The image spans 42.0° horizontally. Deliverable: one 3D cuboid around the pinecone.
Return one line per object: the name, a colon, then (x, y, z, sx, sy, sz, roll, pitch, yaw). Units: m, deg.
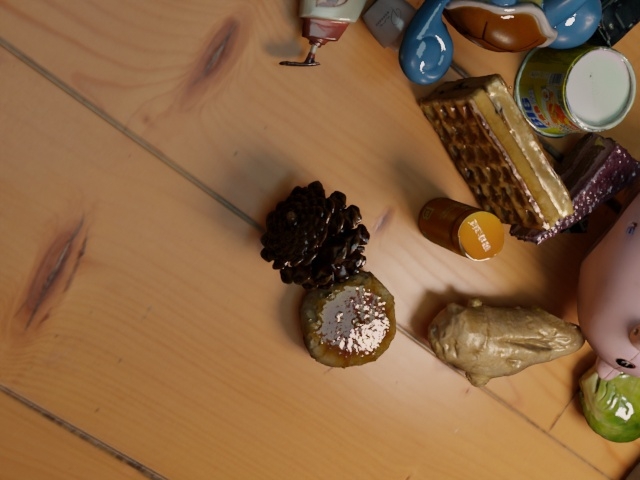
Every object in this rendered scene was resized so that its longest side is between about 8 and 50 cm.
pinecone: (0.000, 0.000, 1.528, 0.208, 0.208, 0.207, -3, 102, -15)

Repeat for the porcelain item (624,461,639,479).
porcelain item: (0.821, 0.582, 1.882, 0.405, 0.178, 0.242, -40, 109, -3)

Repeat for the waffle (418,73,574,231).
waffle: (0.332, -0.163, 1.574, 0.091, 0.213, 0.308, -38, 108, -11)

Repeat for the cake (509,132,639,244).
cake: (0.500, -0.104, 1.660, 0.295, 0.116, 0.112, -39, 113, -3)

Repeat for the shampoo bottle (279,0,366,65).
shampoo bottle: (0.011, -0.441, 1.502, 0.153, 0.071, 0.284, 15, 95, -17)

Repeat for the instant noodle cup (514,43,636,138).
instant noodle cup: (0.503, -0.299, 1.631, 0.205, 0.153, 0.204, -3, 100, -15)

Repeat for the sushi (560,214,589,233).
sushi: (0.516, -0.071, 1.744, 0.126, 0.026, 0.120, 2, 101, -16)

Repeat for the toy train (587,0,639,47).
toy train: (0.683, -0.544, 1.667, 0.409, 0.089, 0.086, -42, 106, -5)

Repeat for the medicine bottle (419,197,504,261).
medicine bottle: (0.265, -0.024, 1.594, 0.096, 0.192, 0.096, -3, 101, -14)

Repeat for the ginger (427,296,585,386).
ginger: (0.388, 0.200, 1.709, 0.354, 0.126, 0.189, -5, 97, -13)

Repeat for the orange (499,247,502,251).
orange: (0.329, -0.004, 1.676, 0.084, 0.083, 0.083, -3, 102, -15)

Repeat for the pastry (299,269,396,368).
pastry: (0.055, 0.153, 1.622, 0.193, 0.093, 0.182, -10, 101, -13)

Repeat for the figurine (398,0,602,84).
figurine: (0.324, -0.427, 1.477, 0.416, 0.298, 0.242, -18, 115, -20)

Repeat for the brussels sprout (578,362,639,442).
brussels sprout: (0.643, 0.349, 1.805, 0.181, 0.144, 0.161, 37, 110, 3)

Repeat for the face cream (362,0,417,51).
face cream: (0.132, -0.404, 1.536, 0.095, 0.091, 0.091, 41, 88, -10)

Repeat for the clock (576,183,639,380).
clock: (0.645, 0.075, 1.637, 0.251, 0.368, 0.376, 30, 69, 9)
